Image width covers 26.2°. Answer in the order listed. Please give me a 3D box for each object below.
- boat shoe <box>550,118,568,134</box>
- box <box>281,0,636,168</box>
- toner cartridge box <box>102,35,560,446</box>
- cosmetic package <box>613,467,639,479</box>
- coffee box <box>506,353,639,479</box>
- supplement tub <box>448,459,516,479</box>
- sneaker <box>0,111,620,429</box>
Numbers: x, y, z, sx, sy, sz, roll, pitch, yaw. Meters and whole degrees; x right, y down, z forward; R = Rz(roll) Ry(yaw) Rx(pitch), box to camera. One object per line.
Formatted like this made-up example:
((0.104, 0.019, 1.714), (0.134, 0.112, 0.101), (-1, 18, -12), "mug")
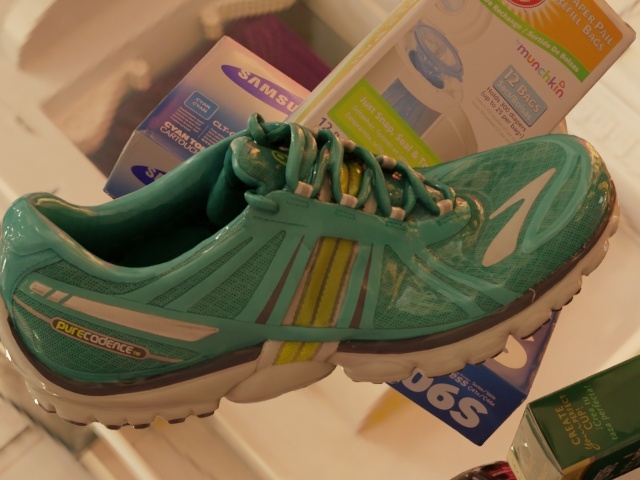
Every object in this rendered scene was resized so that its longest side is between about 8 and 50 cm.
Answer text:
((0.184, -0.044, 1.419), (0.094, 0.109, 0.302), (14, -101, -43), "boat shoe")
((0.074, -0.088, 0.835), (0.203, 0.114, 0.103), (-46, 9, -17), "box")
((0.022, -0.005, 1.073), (0.075, 0.348, 0.165), (-55, 2, 40), "toner cartridge box")
((0.264, 0.225, 0.891), (0.138, 0.225, 0.224), (69, -152, -74), "cosmetic package")
((0.188, 0.078, 0.703), (0.184, 0.040, 0.113), (-22, -20, -8), "coffee box")
((0.221, 0.332, 1.141), (0.194, 0.316, 0.193), (-16, -61, -31), "supplement tub")
((0.000, 0.000, 0.580), (0.275, 0.107, 0.110), (-15, -57, -11), "sneaker")
